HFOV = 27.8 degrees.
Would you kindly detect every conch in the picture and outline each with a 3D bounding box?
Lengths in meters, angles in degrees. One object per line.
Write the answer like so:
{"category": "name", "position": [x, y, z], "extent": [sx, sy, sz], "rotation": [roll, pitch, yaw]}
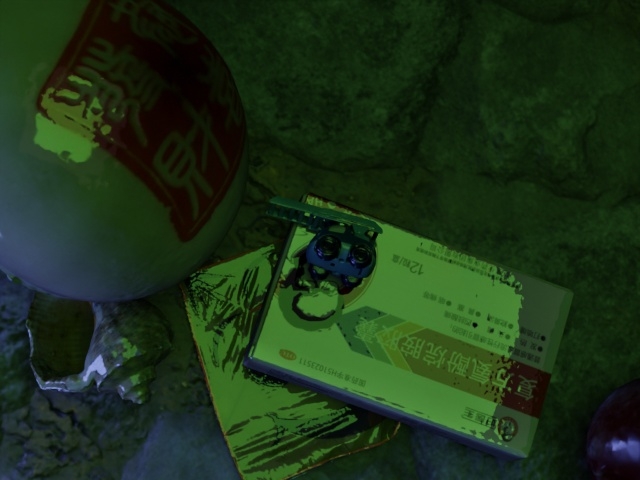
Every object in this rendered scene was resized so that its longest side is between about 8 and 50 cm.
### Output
{"category": "conch", "position": [-0.255, 0.102, 1.446], "extent": [0.155, 0.130, 0.207], "rotation": [-22, 68, -27]}

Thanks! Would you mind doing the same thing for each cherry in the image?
{"category": "cherry", "position": [0.439, 0.259, 1.516], "extent": [0.300, 0.203, 0.230], "rotation": [-21, 82, -28]}

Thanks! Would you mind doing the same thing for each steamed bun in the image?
{"category": "steamed bun", "position": [-0.223, -0.125, 1.368], "extent": [0.374, 0.241, 0.374], "rotation": [35, 41, -37]}

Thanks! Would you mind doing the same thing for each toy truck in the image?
{"category": "toy truck", "position": [0.000, 0.000, 1.479], "extent": [0.136, 0.063, 0.074], "rotation": [15, 56, -6]}

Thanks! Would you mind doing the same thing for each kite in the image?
{"category": "kite", "position": [-0.028, 0.121, 1.544], "extent": [0.327, 0.013, 0.378], "rotation": [30, 74, -4]}

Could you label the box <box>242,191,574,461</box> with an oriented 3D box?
{"category": "box", "position": [0.107, 0.104, 1.537], "extent": [0.353, 0.069, 0.214], "rotation": [20, 74, -5]}
